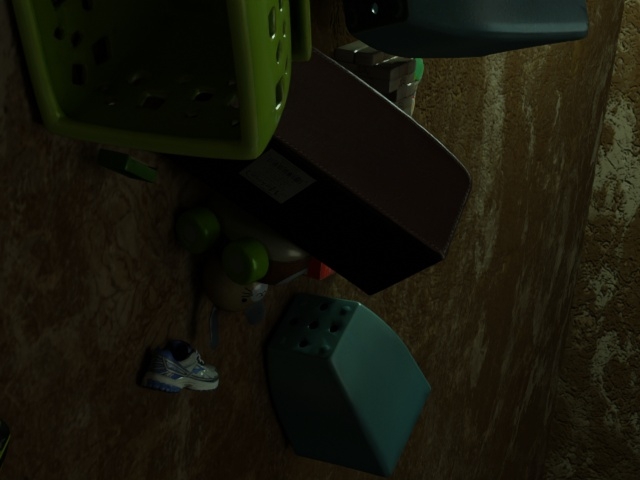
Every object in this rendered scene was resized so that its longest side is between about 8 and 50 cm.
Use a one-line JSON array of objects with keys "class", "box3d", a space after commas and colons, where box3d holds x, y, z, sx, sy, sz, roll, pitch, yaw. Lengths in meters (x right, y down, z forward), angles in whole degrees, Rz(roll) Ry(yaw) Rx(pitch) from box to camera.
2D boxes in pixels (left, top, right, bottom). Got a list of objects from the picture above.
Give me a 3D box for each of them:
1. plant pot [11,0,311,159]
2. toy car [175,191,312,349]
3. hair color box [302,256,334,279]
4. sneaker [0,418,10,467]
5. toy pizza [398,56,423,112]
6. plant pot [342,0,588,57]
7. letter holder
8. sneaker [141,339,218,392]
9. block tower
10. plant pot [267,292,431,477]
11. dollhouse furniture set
[{"class": "plant pot", "box3d": [-0.129, -0.228, 1.086, 0.207, 0.228, 0.227, -58, 151, -49]}, {"class": "toy car", "box3d": [-0.086, 0.044, 1.427, 0.155, 0.149, 0.188, -25, 137, -45]}, {"class": "hair color box", "box3d": [0.000, 0.000, 1.624, 0.167, 0.093, 0.053, -25, 125, -61]}, {"class": "sneaker", "box3d": [-0.354, 0.182, 0.926, 0.385, 0.147, 0.145, 80, 25, -76]}, {"class": "toy pizza", "box3d": [0.116, -0.228, 1.825, 0.201, 0.032, 0.201, -41, 138, -52]}, {"class": "plant pot", "box3d": [0.162, -0.359, 1.564, 0.252, 0.248, 0.247, -13, 98, -30]}, {"class": "letter holder", "box3d": [0.014, -0.121, 1.319, 0.302, 0.152, 0.214, 35, 59, -16]}, {"class": "sneaker", "box3d": [-0.158, 0.148, 1.415, 0.135, 0.052, 0.058, 9, 90, -66]}, {"class": "block tower", "box3d": [0.066, -0.110, 1.713, 0.097, 0.091, 0.335, -31, 129, -56]}, {"class": "plant pot", "box3d": [0.028, 0.191, 1.710, 0.166, 0.165, 0.234, -59, 143, -32]}, {"class": "dollhouse furniture set", "box3d": [-0.176, -0.139, 1.197, 0.058, 0.076, 0.152, 29, 77, -63]}]
